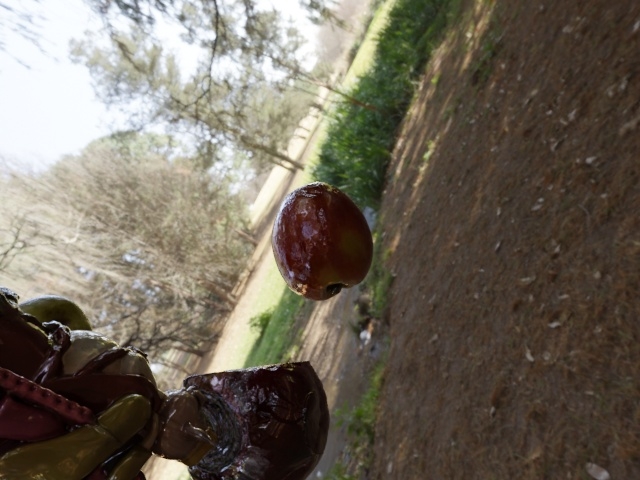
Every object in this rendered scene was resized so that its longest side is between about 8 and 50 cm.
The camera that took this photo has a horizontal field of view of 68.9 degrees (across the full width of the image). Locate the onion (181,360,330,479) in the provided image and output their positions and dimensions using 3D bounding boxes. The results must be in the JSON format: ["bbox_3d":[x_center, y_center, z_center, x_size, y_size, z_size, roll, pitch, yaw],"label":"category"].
[{"bbox_3d":[-0.085,0.292,0.720,0.216,0.206,0.206,13,-111,-67],"label":"onion"}]

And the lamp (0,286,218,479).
[{"bbox_3d":[-0.152,0.130,0.324,0.118,0.253,0.118,-45,21,22],"label":"lamp"}]

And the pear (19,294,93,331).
[{"bbox_3d":[-0.634,0.227,1.062,0.197,0.197,0.197,-62,8,14],"label":"pear"}]

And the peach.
[{"bbox_3d":[0.000,0.000,1.115,0.238,0.280,0.281,-22,13,4],"label":"peach"}]
